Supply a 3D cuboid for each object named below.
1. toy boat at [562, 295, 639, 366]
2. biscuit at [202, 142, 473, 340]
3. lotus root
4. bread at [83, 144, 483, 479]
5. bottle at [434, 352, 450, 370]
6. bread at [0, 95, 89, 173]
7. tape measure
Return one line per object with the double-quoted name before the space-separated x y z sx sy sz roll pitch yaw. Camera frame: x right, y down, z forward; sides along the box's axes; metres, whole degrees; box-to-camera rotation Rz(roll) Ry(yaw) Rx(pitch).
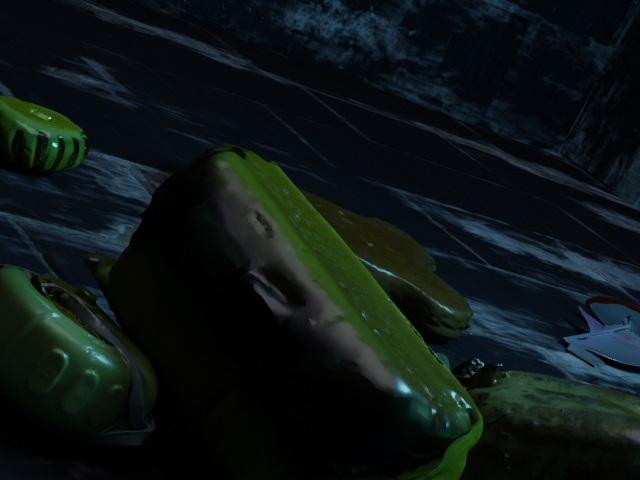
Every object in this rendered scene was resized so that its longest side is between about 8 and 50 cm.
"toy boat" 0.509 0.168 2.402 0.219 0.072 0.318 26 17 10
"biscuit" 0.000 0.000 2.080 0.394 0.076 0.368 24 14 -22
"lotus root" 0.254 0.215 1.493 0.309 0.173 0.173 8 5 25
"bread" -0.034 0.095 1.316 0.376 0.208 0.251 47 15 27
"bottle" 0.144 0.164 1.814 0.030 0.030 0.083 25 15 -6
"bread" -0.363 -0.129 1.871 0.130 0.071 0.139 32 16 34
"tape measure" -0.224 0.095 1.242 0.200 0.106 0.175 42 5 40
